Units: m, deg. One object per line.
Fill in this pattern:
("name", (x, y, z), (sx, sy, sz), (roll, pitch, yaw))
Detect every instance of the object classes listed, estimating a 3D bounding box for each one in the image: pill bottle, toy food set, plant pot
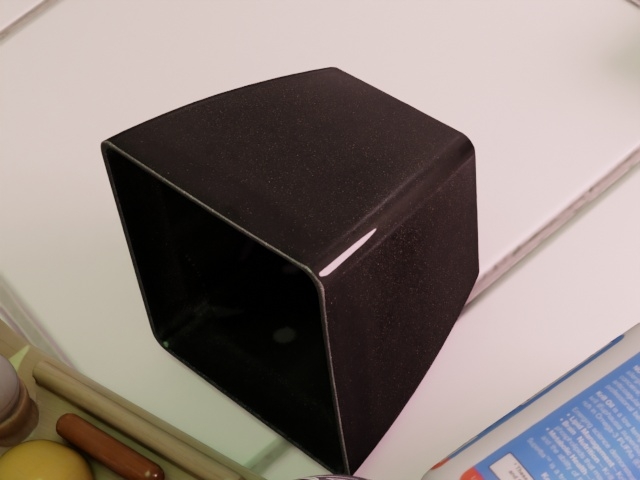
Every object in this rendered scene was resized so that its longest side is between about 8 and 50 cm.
("pill bottle", (0.176, 0.119, 0.772), (0.221, 0.124, 0.124), (-33, 52, -7))
("toy food set", (-0.183, 0.172, 0.867), (0.306, 0.092, 0.219), (24, 65, 31))
("plant pot", (0.000, 0.000, 0.891), (0.167, 0.187, 0.188), (-38, 51, -26))

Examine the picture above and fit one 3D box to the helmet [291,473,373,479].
("helmet", (0.002, 0.202, 0.720), (0.169, 0.169, 0.161), (-23, 90, 0))
